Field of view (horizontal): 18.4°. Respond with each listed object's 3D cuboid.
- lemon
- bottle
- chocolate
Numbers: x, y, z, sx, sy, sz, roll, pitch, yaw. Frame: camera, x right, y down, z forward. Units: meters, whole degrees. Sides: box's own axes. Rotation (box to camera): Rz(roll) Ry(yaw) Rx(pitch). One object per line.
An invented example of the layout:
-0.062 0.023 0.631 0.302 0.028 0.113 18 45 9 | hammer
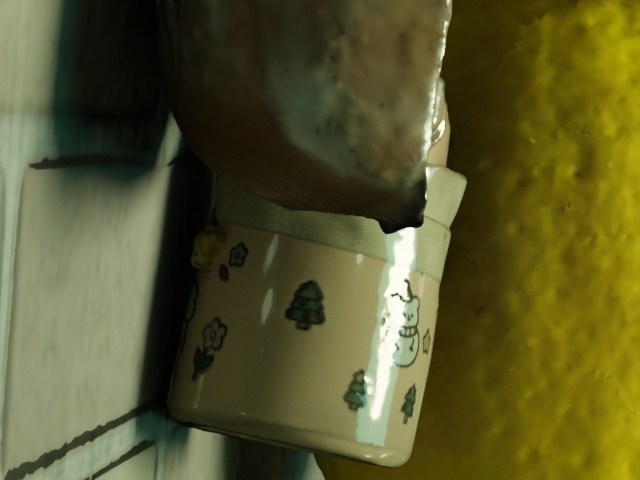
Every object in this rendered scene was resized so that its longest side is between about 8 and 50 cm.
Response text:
0.106 0.025 0.880 0.260 0.261 0.284 50 18 -76 | lemon
0.001 0.000 0.712 0.099 0.099 0.152 44 56 -77 | bottle
-0.008 -0.137 0.602 0.161 0.083 0.261 -175 -86 -71 | chocolate
